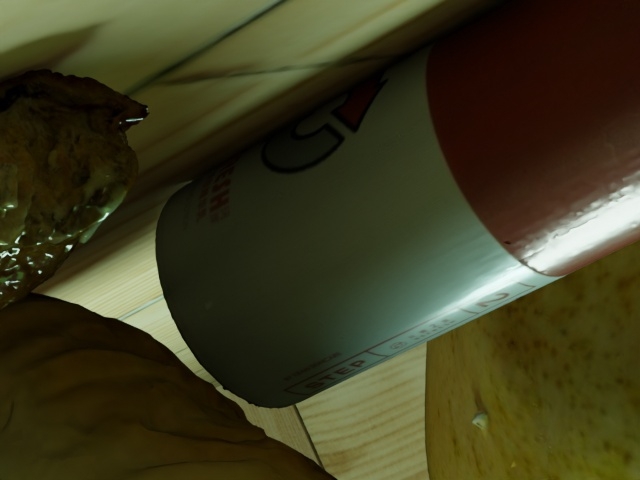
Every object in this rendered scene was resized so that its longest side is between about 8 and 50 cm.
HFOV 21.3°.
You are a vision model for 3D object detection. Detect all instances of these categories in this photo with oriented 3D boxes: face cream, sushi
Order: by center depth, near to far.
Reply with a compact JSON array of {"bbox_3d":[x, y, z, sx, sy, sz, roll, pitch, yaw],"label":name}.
[{"bbox_3d":[-0.094,-0.002,0.390,0.118,0.061,0.060,-44,172,-17],"label":"sushi"},{"bbox_3d":[0.049,-0.021,0.610,0.214,0.096,0.096,-28,174,31],"label":"face cream"}]

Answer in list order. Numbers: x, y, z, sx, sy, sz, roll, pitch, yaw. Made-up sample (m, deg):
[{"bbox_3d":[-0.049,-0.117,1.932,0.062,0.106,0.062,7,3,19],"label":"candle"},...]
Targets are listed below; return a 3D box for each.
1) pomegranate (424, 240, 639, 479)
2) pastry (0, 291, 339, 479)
[{"bbox_3d":[0.238,0.059,0.945,0.416,0.416,0.416,-24,175,-2],"label":"pomegranate"},{"bbox_3d":[-0.070,0.201,0.648,0.245,0.409,0.409,-46,180,-12],"label":"pastry"}]
